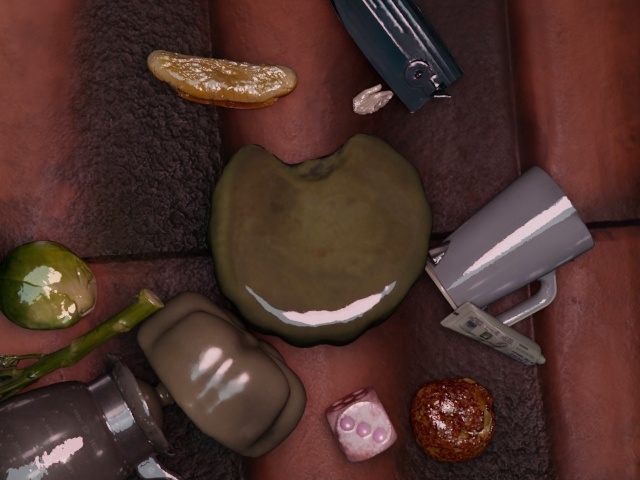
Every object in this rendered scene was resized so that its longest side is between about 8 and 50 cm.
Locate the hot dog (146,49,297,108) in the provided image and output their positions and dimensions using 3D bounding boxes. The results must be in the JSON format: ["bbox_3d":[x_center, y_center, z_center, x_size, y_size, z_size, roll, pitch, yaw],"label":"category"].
[{"bbox_3d":[-0.159,-0.255,1.387,0.243,0.084,0.073,7,88,-3],"label":"hot dog"}]

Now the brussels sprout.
[{"bbox_3d":[-0.432,0.071,1.357,0.155,0.117,0.155,0,89,-29],"label":"brussels sprout"}]

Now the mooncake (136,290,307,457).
[{"bbox_3d":[-0.142,0.193,1.296,0.275,0.275,0.135,43,91,-1],"label":"mooncake"}]

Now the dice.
[{"bbox_3d":[0.065,0.296,1.383,0.091,0.094,0.093,-27,89,-1],"label":"dice"}]

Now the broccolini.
[{"bbox_3d":[-0.406,0.161,1.321,0.392,0.079,0.074,-31,100,16],"label":"broccolini"}]

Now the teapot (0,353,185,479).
[{"bbox_3d":[-0.327,0.321,1.290,0.285,0.223,0.305,-30,57,-13],"label":"teapot"}]

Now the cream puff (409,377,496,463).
[{"bbox_3d":[0.218,0.290,1.394,0.149,0.084,0.148,0,91,-4],"label":"cream puff"}]

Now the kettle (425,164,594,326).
[{"bbox_3d":[0.302,0.032,1.385,0.243,0.160,0.210,-36,118,6],"label":"kettle"}]

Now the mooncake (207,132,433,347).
[{"bbox_3d":[0.000,0.000,1.329,0.352,0.187,0.351,1,75,-3],"label":"mooncake"}]

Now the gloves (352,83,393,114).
[{"bbox_3d":[0.080,-0.231,1.420,0.081,0.037,0.044,-6,104,19],"label":"gloves"}]

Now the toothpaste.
[{"bbox_3d":[0.286,0.154,1.380,0.218,0.041,0.064,29,126,-30],"label":"toothpaste"}]

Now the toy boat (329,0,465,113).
[{"bbox_3d":[0.105,-0.345,1.376,0.114,0.122,0.296,-36,101,17],"label":"toy boat"}]
